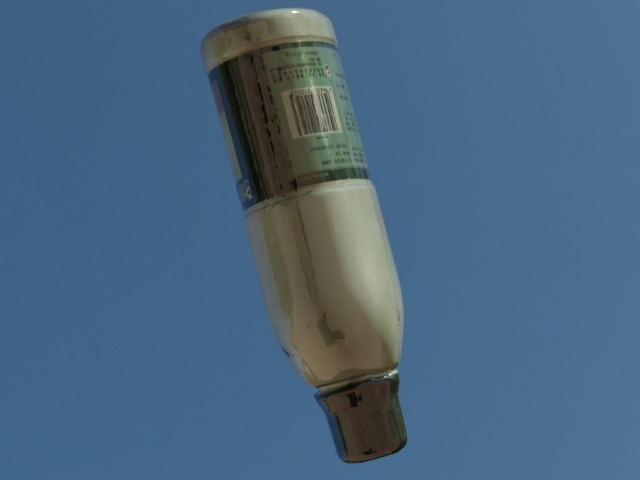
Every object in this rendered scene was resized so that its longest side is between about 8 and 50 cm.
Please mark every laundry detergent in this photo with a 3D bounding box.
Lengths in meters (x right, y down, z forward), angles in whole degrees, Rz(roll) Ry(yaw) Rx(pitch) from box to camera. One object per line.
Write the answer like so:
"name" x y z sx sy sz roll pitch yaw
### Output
"laundry detergent" 0.000 0.000 0.756 0.070 0.225 0.099 -16 -4 3
